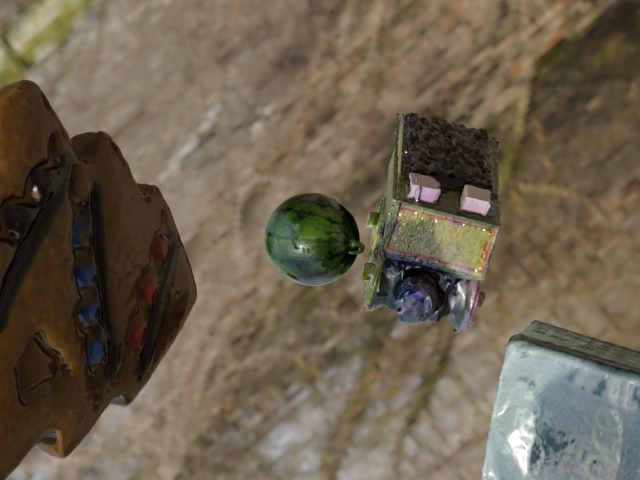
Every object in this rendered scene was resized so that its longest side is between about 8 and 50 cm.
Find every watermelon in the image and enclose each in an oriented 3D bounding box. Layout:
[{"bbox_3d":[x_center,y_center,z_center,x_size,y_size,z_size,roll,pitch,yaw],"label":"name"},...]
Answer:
[{"bbox_3d":[-0.004,-0.002,1.893,0.109,0.109,0.109,50,-176,-5],"label":"watermelon"}]

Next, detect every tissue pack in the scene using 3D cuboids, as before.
[{"bbox_3d":[0.288,0.198,1.708,0.257,0.185,0.081,16,-162,23],"label":"tissue pack"}]

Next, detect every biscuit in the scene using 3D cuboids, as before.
[{"bbox_3d":[-0.170,0.031,1.261,0.043,0.278,0.301,8,-174,31],"label":"biscuit"}]

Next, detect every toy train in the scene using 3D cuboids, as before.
[{"bbox_3d":[0.123,-0.017,1.972,0.134,0.177,0.261,14,-151,-4],"label":"toy train"}]
